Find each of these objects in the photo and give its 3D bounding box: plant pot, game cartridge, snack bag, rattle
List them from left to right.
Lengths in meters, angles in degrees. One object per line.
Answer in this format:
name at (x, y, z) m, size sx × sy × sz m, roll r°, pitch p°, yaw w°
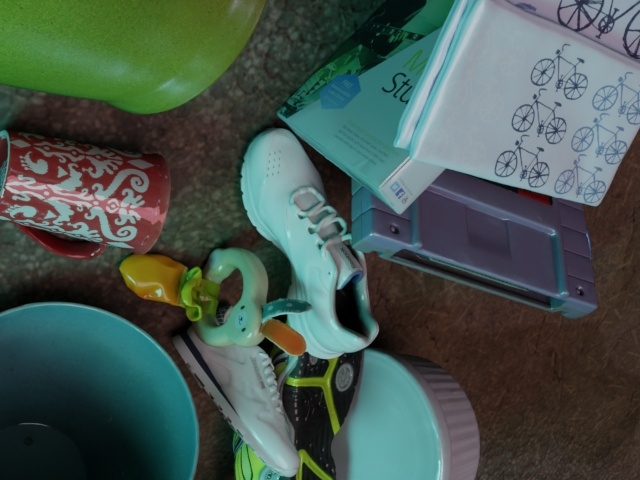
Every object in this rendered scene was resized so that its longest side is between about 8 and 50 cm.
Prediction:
plant pot at (-0.228, -0.271, 0.738) m, size 0.353 × 0.366 × 0.366 m, roll 24°, pitch 102°, yaw -51°
plant pot at (-0.306, 0.240, 1.037) m, size 0.290 × 0.290 × 0.195 m, roll -2°, pitch 153°, yaw -32°
rattle at (-0.118, 0.064, 1.071) m, size 0.130 × 0.199 × 0.143 m, roll -48°, pitch 128°, yaw -5°
game cartridge at (0.199, -0.050, 1.174) m, size 0.355 × 0.230 × 0.068 m, roll 17°, pitch 151°, yaw -26°
snack bag at (0.263, -0.213, 0.961) m, size 0.323 × 0.037 × 0.342 m, roll 11°, pitch 109°, yaw -37°

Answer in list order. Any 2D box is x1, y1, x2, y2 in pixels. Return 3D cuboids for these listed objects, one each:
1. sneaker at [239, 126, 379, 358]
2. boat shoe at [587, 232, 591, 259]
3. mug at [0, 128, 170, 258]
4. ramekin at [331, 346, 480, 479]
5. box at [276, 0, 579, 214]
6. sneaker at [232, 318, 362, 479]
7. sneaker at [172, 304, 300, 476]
sneaker at (0.000, 0.000, 1.115) m, size 0.111 × 0.129 × 0.297 m, roll -26°, pitch 98°, yaw -28°
boat shoe at (0.335, -0.036, 1.391) m, size 0.089 × 0.109 × 0.258 m, roll -24°, pitch 111°, yaw -11°
mug at (-0.265, -0.038, 0.980) m, size 0.169 × 0.113 × 0.150 m, roll 12°, pitch 107°, yaw -34°
ramekin at (0.104, 0.284, 1.313) m, size 0.127 × 0.273 × 0.273 m, roll 0°, pitch 116°, yaw -45°
box at (0.126, -0.204, 1.054) m, size 0.322 × 0.232 × 0.058 m, roll -45°, pitch 133°, yaw -4°
sneaker at (-0.051, 0.228, 1.254) m, size 0.145 × 0.147 × 0.385 m, roll 16°, pitch 87°, yaw -50°
sneaker at (-0.088, 0.186, 1.151) m, size 0.095 × 0.235 × 0.090 m, roll -34°, pitch 161°, yaw -15°
